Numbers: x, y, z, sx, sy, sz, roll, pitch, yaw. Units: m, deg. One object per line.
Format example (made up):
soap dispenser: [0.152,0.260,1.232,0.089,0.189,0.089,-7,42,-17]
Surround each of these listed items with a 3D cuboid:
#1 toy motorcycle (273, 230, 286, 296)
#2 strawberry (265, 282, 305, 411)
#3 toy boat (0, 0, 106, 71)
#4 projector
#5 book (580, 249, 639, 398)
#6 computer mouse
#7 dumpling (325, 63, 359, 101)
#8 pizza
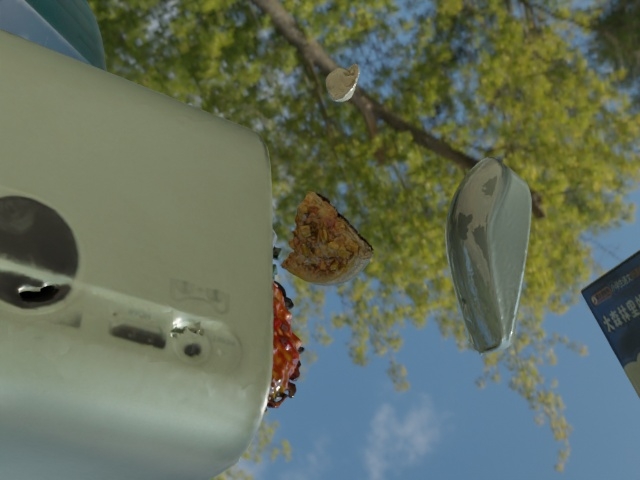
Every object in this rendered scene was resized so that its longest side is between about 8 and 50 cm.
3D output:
toy motorcycle: [-0.180,0.036,1.523,0.275,0.127,0.205,12,-121,14]
strawberry: [-0.120,0.031,0.989,0.306,0.137,0.233,29,-152,28]
toy boat: [-0.255,-0.178,0.789,0.122,0.296,0.114,19,-102,17]
projector: [-0.198,0.027,0.636,0.248,0.249,0.248,-34,-132,43]
book: [0.486,0.172,1.361,0.018,0.228,0.322,-21,-105,-23]
computer mouse: [0.186,0.018,1.164,0.079,0.231,0.128,5,178,-11]
dumpling: [0.039,-0.246,1.570,0.057,0.052,0.076,-17,-178,16]
pizza: [0.000,0.000,1.331,0.041,0.131,0.178,-23,-157,-38]
